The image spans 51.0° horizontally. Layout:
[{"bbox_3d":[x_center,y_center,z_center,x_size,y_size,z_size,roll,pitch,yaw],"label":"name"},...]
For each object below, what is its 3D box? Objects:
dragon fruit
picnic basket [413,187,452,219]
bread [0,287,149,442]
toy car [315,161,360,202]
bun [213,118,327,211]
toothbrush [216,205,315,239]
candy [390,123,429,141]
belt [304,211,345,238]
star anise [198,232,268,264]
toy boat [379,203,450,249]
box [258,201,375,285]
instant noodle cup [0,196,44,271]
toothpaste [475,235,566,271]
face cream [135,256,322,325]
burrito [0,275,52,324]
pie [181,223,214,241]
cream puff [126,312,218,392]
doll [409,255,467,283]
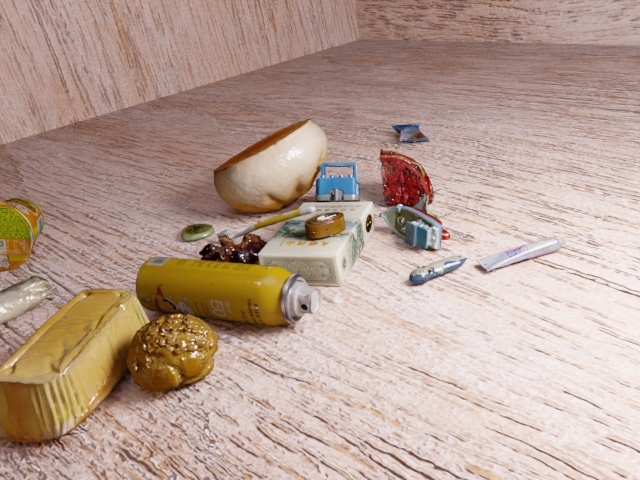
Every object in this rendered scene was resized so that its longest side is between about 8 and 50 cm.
[{"bbox_3d":[0.203,-0.157,1.576,0.127,0.121,0.161,1,21,10],"label":"dragon fruit"},{"bbox_3d":[0.236,-0.068,1.444,0.083,0.065,0.083,-29,18,8],"label":"picnic basket"},{"bbox_3d":[-0.388,0.183,1.054,0.152,0.119,0.288,1,27,15],"label":"bread"},{"bbox_3d":[0.042,-0.131,1.544,0.097,0.100,0.191,0,3,5],"label":"toy car"},{"bbox_3d":[-0.103,-0.164,1.627,0.298,0.165,0.299,-26,16,8],"label":"bun"},{"bbox_3d":[-0.122,-0.037,1.429,0.288,0.024,0.021,-16,18,38],"label":"toothbrush"},{"bbox_3d":[0.267,-0.320,2.006,0.088,0.038,0.136,1,30,-9],"label":"candy"},{"bbox_3d":[0.007,-0.032,1.304,0.083,0.036,0.059,-18,24,-23],"label":"belt"},{"bbox_3d":[-0.180,0.026,1.397,0.167,0.057,0.168,-6,15,2],"label":"star anise"},{"bbox_3d":[0.184,-0.029,1.361,0.058,0.069,0.173,-14,28,-30],"label":"toy boat"},{"bbox_3d":[0.000,0.000,1.367,0.164,0.069,0.256,0,26,21],"label":"box"},{"bbox_3d":[-0.753,-0.032,1.627,0.168,0.169,0.185,-11,17,-4],"label":"instant noodle cup"},{"bbox_3d":[0.371,0.023,1.230,0.169,0.028,0.045,-16,32,-9],"label":"toothpaste"},{"bbox_3d":[-0.161,0.090,1.188,0.348,0.105,0.105,3,28,26],"label":"face cream"},{"bbox_3d":[-0.658,0.147,1.307,0.082,0.059,0.275,3,27,41],"label":"burrito"},{"bbox_3d":[-0.290,-0.022,1.578,0.084,0.021,0.084,-8,25,4],"label":"pie"},{"bbox_3d":[-0.230,0.168,1.047,0.143,0.103,0.126,-10,23,-16],"label":"cream puff"},{"bbox_3d":[0.216,0.050,1.227,0.125,0.027,0.037,-21,19,-23],"label":"doll"}]
